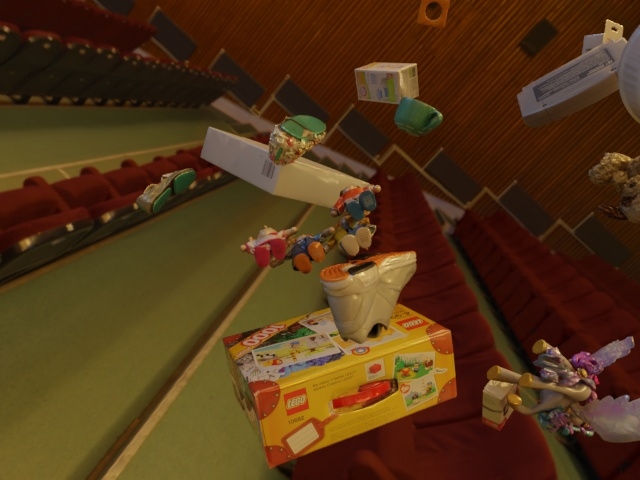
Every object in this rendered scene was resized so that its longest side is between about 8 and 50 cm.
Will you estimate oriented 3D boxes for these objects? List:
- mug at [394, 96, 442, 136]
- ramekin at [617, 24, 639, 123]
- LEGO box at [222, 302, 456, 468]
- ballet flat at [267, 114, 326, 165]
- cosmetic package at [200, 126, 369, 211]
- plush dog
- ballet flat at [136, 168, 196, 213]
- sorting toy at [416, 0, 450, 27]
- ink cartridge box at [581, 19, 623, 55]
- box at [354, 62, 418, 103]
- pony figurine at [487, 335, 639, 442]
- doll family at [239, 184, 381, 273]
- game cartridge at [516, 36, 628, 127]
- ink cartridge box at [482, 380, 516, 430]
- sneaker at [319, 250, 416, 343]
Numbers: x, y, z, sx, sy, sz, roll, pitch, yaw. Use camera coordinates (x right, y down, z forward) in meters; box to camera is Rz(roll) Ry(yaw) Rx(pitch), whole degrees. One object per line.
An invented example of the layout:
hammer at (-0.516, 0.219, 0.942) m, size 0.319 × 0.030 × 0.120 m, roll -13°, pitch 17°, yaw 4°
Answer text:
mug at (0.310, -0.397, 1.702) m, size 0.129 × 0.097 × 0.158 m, roll 22°, pitch 10°, yaw -10°
ramekin at (0.688, -0.302, 0.928) m, size 0.273 × 0.273 × 0.127 m, roll 43°, pitch 32°, yaw -1°
LEGO box at (0.034, 0.331, 1.367) m, size 0.372 × 0.499 × 0.193 m, roll -158°, pitch -124°, yaw -66°
ballet flat at (-0.053, -0.204, 1.056) m, size 0.091 × 0.077 × 0.241 m, roll 33°, pitch 23°, yaw 5°
cosmetic package at (-0.101, -0.185, 1.369) m, size 0.284 × 0.098 × 0.377 m, roll 8°, pitch 15°, yaw -41°
plush dog at (0.924, -0.146, 1.484) m, size 0.210 × 0.262 × 0.226 m, roll 34°, pitch 61°, yaw -19°
ballet flat at (-0.436, -0.153, 1.469) m, size 0.068 × 0.072 × 0.213 m, roll 25°, pitch 43°, yaw 11°
sorting toy at (0.283, -0.648, 1.145) m, size 0.195 × 0.348 × 0.047 m, roll 22°, pitch 16°, yaw -4°
ink cartridge box at (0.805, -0.527, 1.501) m, size 0.104 × 0.180 × 0.060 m, roll -2°, pitch 11°, yaw -36°
box at (0.228, -0.549, 1.813) m, size 0.203 × 0.103 × 0.114 m, roll 23°, pitch -47°, yaw 44°
pony figurine at (0.725, 0.425, 1.491) m, size 0.363 × 0.351 × 0.303 m, roll 29°, pitch 43°, yaw -13°
doll family at (0.000, 0.000, 0.900) m, size 0.118 × 0.262 × 0.163 m, roll 64°, pitch 0°, yaw -13°
game cartridge at (0.681, -0.417, 1.394) m, size 0.062 × 0.297 × 0.198 m, roll 45°, pitch 35°, yaw -29°
ink cartridge box at (0.554, 0.493, 1.616) m, size 0.063 × 0.151 × 0.109 m, roll 21°, pitch 44°, yaw 38°
sneaker at (0.083, 0.085, 0.825) m, size 0.262 × 0.099 × 0.121 m, roll -14°, pitch 98°, yaw -57°
